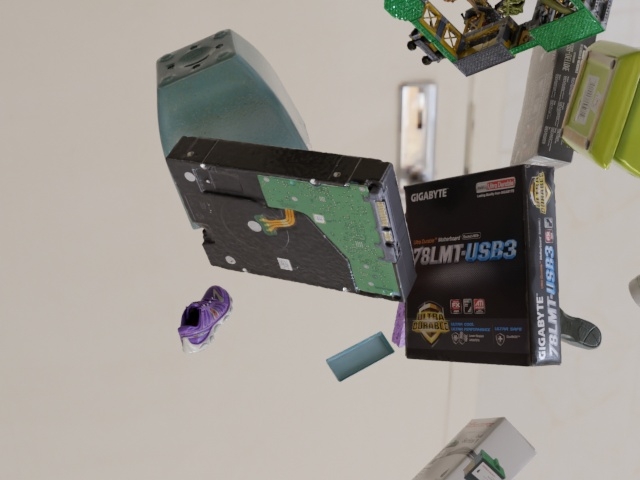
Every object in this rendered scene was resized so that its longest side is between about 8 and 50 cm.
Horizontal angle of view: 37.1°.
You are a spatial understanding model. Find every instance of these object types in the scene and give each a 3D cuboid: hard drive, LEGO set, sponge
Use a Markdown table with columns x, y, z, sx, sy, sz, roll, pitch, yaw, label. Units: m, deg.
| x | y | z | sx | sy | sz | roll | pitch | yaw | label |
| --- | --- | --- | --- | --- | --- | --- | --- | --- | --- |
| -0.039 | -0.033 | 1.384 | 0.339 | 0.237 | 0.064 | 10 | -130 | 26 | hard drive |
| 0.266 | -0.390 | 1.351 | 0.331 | 0.255 | 0.192 | -23 | -140 | 53 | LEGO set |
| 0.245 | 0.151 | 2.054 | 0.210 | 0.117 | 0.031 | -14 | -145 | -37 | sponge |

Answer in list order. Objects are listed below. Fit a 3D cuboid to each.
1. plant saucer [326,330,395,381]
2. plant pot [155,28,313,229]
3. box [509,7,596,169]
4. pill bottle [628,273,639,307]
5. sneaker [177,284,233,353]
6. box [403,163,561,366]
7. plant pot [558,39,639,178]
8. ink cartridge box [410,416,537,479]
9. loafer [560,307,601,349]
| x | y | z | sx | sy | sz | roll | pitch | yaw | label |
| --- | --- | --- | --- | --- | --- | --- | --- | --- | --- |
| 0.099 | 0.293 | 2.393 | 0.192 | 0.018 | 0.067 | -23 | -108 | -36 | plant saucer |
| -0.171 | -0.218 | 1.678 | 0.247 | 0.252 | 0.247 | -23 | -147 | 4 | plant pot |
| 0.479 | -0.300 | 1.967 | 0.076 | 0.308 | 0.242 | 12 | 177 | -1 | box |
| 0.657 | 0.054 | 1.721 | 0.108 | 0.193 | 0.108 | 25 | -138 | -24 | pill bottle |
| -0.207 | 0.128 | 1.702 | 0.068 | 0.071 | 0.170 | -10 | -151 | 19 | sneaker |
| 0.243 | 0.043 | 1.487 | 0.073 | 0.293 | 0.295 | 0 | 177 | -33 | box |
| 0.540 | -0.217 | 1.600 | 0.207 | 0.228 | 0.227 | 11 | -163 | -8 | plant pot |
| 0.250 | 0.413 | 1.665 | 0.219 | 0.092 | 0.160 | -41 | 180 | -18 | ink cartridge box |
| 0.594 | 0.215 | 2.447 | 0.267 | 0.096 | 0.084 | 28 | 157 | -15 | loafer |
